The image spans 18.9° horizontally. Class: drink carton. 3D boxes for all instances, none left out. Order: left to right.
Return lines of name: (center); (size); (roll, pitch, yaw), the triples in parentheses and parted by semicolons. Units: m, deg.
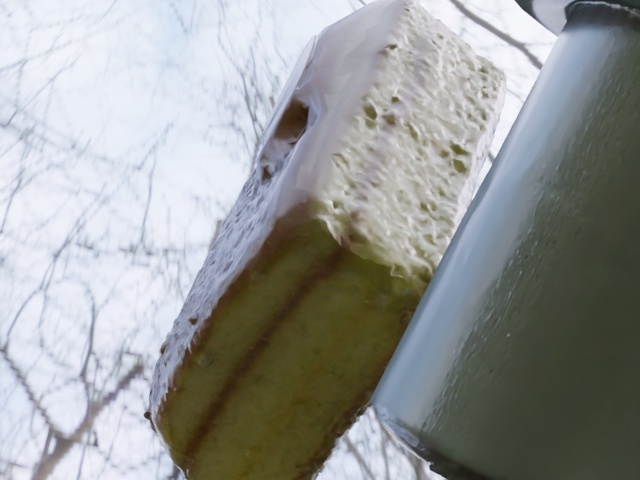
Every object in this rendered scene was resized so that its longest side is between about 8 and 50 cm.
drink carton: (0.118, 0.012, 0.723); (0.191, 0.185, 0.189); (28, -86, -8)

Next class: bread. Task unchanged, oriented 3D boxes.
bread: (0.000, 0.000, 0.998); (0.110, 0.234, 0.184); (30, -54, -8)
